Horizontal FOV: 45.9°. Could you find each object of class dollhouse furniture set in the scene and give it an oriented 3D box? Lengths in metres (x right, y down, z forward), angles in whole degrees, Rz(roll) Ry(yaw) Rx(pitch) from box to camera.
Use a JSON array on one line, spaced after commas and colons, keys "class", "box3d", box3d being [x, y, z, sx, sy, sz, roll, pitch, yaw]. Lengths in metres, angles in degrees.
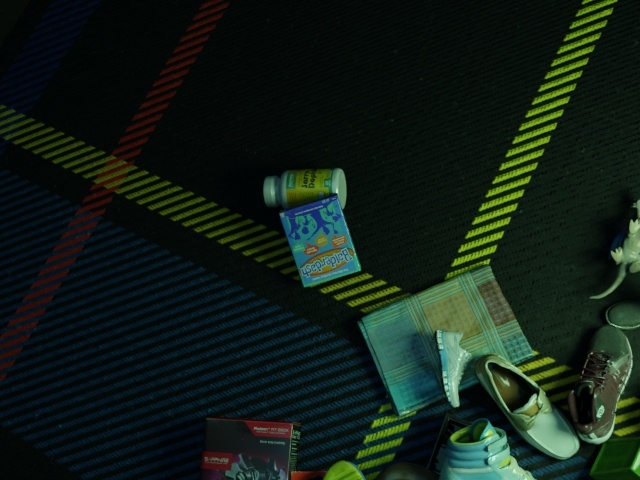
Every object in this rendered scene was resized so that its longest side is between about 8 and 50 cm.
[{"class": "dollhouse furniture set", "box3d": [0.778, 0.452, 1.688, 0.198, 0.151, 0.301, 37, 65, 1]}]

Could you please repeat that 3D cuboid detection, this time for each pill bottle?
[{"class": "pill bottle", "box3d": [-0.043, -0.135, 2.041, 0.209, 0.117, 0.117, -1, 72, 13]}]

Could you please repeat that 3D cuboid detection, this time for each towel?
[{"class": "towel", "box3d": [0.304, 0.244, 1.879, 0.370, 0.040, 0.271, -25, 69, 4]}]

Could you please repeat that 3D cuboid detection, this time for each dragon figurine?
[{"class": "dragon figurine", "box3d": [0.749, 0.021, 1.822, 0.085, 0.144, 0.289, 24, 99, 17]}]

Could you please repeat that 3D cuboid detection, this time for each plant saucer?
[{"class": "plant saucer", "box3d": [0.203, 0.615, 1.742, 0.199, 0.036, 0.198, 3, 96, 24]}]

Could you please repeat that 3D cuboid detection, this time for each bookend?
[{"class": "bookend", "box3d": [0.342, 0.507, 1.766, 0.156, 0.072, 0.157, 20, 78, 18]}]

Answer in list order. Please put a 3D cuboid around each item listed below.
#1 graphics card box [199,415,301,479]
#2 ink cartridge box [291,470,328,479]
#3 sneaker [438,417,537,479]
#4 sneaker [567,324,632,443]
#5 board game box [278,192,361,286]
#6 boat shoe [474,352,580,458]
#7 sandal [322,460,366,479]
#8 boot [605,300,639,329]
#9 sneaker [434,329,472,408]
[{"class": "graphics card box", "box3d": [-0.181, 0.623, 1.840, 0.233, 0.094, 0.370, 1, 74, 13]}, {"class": "ink cartridge box", "box3d": [0.004, 0.639, 1.784, 0.146, 0.045, 0.179, 5, 74, -18]}, {"class": "sneaker", "box3d": [0.417, 0.502, 1.663, 0.319, 0.127, 0.208, 6, 93, -10]}, {"class": "sneaker", "box3d": [0.626, 0.309, 1.703, 0.107, 0.162, 0.281, 2, 69, 35]}, {"class": "board game box", "box3d": [0.000, 0.000, 1.971, 0.160, 0.047, 0.210, -18, 102, 7]}, {"class": "boat shoe", "box3d": [0.474, 0.387, 1.743, 0.302, 0.103, 0.113, 43, 89, 12]}, {"class": "sandal", "box3d": [0.090, 0.665, 1.734, 0.126, 0.138, 0.317, -21, 71, 11]}, {"class": "boot", "box3d": [0.756, 0.139, 1.716, 0.190, 0.208, 0.076, -12, 69, 9]}, {"class": "sneaker", "box3d": [0.325, 0.303, 1.803, 0.083, 0.071, 0.190, -6, 72, 4]}]
